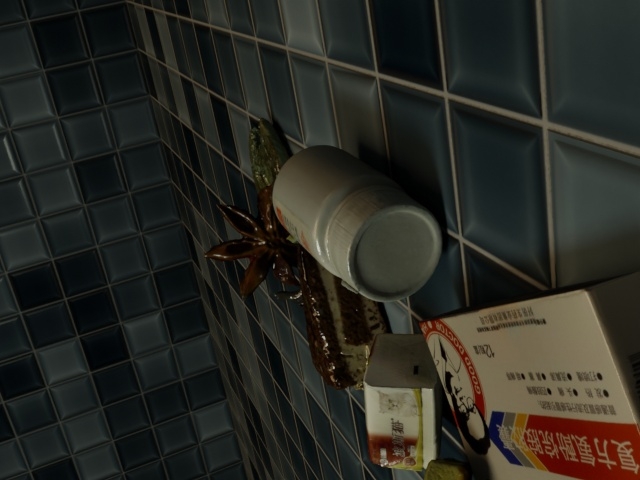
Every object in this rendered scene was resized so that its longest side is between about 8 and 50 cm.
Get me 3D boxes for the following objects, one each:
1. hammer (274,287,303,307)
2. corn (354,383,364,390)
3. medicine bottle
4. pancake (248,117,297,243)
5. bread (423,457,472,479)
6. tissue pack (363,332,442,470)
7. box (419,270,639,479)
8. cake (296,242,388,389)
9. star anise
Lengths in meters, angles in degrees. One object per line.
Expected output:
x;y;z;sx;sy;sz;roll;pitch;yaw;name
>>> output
0.000;0.001;1.257;0.027;0.125;0.297;-88;6;-50;hammer
0.059;0.231;1.393;0.083;0.028;0.027;63;140;30;corn
0.040;-0.028;0.998;0.252;0.144;0.144;-139;35;-62;medicine bottle
-0.087;-0.110;1.508;0.253;0.037;0.253;162;90;-75;pancake
0.152;0.307;0.945;0.226;0.049;0.088;51;-128;-70;bread
0.111;0.212;1.036;0.106;0.099;0.149;-72;-20;-56;tissue pack
0.217;0.157;0.756;0.353;0.069;0.214;145;107;-75;box
0.024;0.098;1.229;0.135;0.112;0.246;177;76;-76;cake
-0.101;0.005;1.375;0.111;0.196;0.212;9;136;54;star anise
